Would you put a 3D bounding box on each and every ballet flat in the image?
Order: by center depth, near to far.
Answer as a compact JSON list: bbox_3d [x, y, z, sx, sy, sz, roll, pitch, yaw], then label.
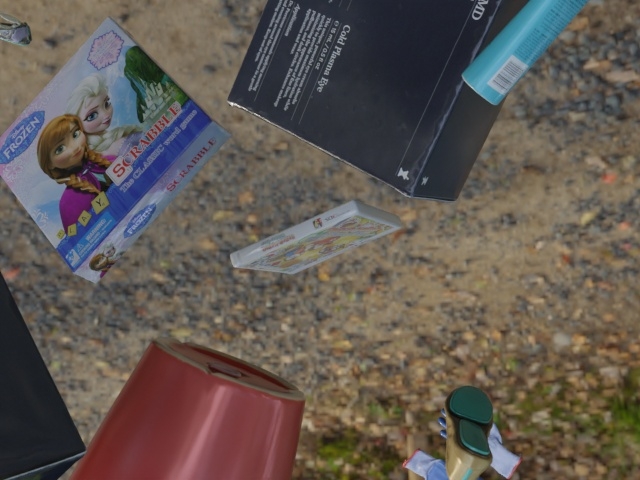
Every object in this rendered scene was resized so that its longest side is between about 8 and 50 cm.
[{"bbox_3d":[-0.465,-0.306,1.344,0.114,0.041,0.041,10,151,7],"label":"ballet flat"},{"bbox_3d":[0.209,0.285,1.388,0.080,0.232,0.073,23,107,5],"label":"ballet flat"}]

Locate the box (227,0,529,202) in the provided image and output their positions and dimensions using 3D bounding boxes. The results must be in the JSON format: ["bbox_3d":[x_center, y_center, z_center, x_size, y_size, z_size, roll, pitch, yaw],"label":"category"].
[{"bbox_3d":[0.097,-0.269,1.274,0.312,0.343,0.179,31,-166,25],"label":"box"}]

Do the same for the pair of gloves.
[{"bbox_3d":[0.241,0.371,1.593,0.159,0.023,0.198,36,113,9],"label":"pair of gloves"}]

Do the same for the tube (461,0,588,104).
[{"bbox_3d":[0.238,-0.236,1.002,0.207,0.052,0.080,-48,157,21],"label":"tube"}]

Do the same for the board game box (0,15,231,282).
[{"bbox_3d":[-0.350,-0.153,1.518,0.319,0.318,0.066,-47,150,3],"label":"board game box"}]

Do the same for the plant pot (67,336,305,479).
[{"bbox_3d":[-0.149,0.258,1.105,0.274,0.243,0.275,21,178,1],"label":"plant pot"}]

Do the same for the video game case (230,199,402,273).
[{"bbox_3d":[0.000,0.000,1.440,0.206,0.026,0.227,-24,167,18],"label":"video game case"}]

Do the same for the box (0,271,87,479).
[{"bbox_3d":[-0.401,0.150,0.851,0.182,0.296,0.294,-10,154,-50],"label":"box"}]
